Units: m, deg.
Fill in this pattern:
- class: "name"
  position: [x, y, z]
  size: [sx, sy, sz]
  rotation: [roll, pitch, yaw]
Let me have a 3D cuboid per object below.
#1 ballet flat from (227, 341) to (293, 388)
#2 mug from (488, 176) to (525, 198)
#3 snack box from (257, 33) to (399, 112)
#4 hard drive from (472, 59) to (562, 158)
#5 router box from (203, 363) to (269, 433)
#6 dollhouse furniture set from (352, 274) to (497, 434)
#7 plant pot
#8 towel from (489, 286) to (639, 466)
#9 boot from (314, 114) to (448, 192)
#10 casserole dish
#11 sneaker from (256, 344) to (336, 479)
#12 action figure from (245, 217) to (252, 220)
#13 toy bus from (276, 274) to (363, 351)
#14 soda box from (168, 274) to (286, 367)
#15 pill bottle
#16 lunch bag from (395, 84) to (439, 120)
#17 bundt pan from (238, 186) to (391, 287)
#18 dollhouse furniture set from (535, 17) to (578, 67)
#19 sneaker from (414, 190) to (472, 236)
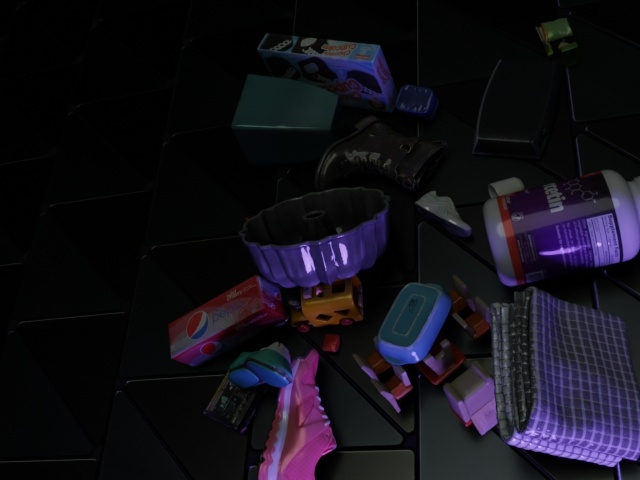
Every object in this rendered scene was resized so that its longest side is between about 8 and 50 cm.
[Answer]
- class: "ballet flat"
  position: [-0.109, 0.241, 1.539]
  size: [0.087, 0.083, 0.247]
  rotation: [-53, 15, -27]
- class: "mug"
  position: [0.405, -0.099, 1.670]
  size: [0.064, 0.078, 0.062]
  rotation: [-24, 22, -4]
- class: "snack box"
  position: [0.021, -0.414, 1.922]
  size: [0.322, 0.187, 0.060]
  rotation: [13, 67, 28]
- class: "hard drive"
  position: [0.447, -0.307, 1.769]
  size: [0.172, 0.054, 0.255]
  rotation: [9, 65, 26]
- class: "router box"
  position: [-0.177, 0.334, 1.645]
  size: [0.092, 0.038, 0.122]
  rotation: [19, 69, 29]
- class: "dollhouse furniture set"
  position: [0.240, 0.242, 1.505]
  size: [0.262, 0.135, 0.259]
  rotation: [-38, 43, -3]
- class: "plant pot"
  position: [-0.066, -0.288, 1.905]
  size: [0.234, 0.166, 0.165]
  rotation: [6, 63, 16]
- class: "towel"
  position: [0.431, 0.230, 1.357]
  size: [0.235, 0.121, 0.284]
  rotation: [14, 58, -14]
- class: "boot"
  position: [0.137, -0.172, 1.790]
  size: [0.229, 0.091, 0.263]
  rotation: [34, 75, 34]
- class: "casserole dish"
  position: [0.176, 0.151, 1.497]
  size: [0.114, 0.037, 0.188]
  rotation: [12, 60, 38]
- class: "sneaker"
  position: [-0.028, 0.365, 1.546]
  size: [0.136, 0.116, 0.314]
  rotation: [12, 64, 5]
- class: "action figure"
  position: [-0.120, -0.042, 1.853]
  size: [0.115, 0.030, 0.038]
  rotation: [-3, 65, 14]
- class: "toy bus"
  position: [-0.007, 0.125, 1.662]
  size: [0.191, 0.104, 0.202]
  rotation: [34, 77, 34]
- class: "soda box"
  position: [-0.206, 0.178, 1.683]
  size: [0.263, 0.083, 0.092]
  rotation: [-30, 52, 22]
- class: "pill bottle"
  position: [0.490, -0.030, 1.510]
  size: [0.323, 0.181, 0.181]
  rotation: [-14, 57, 13]
- class: "lunch bag"
  position: [0.230, -0.328, 1.863]
  size: [0.098, 0.065, 0.067]
  rotation: [18, 84, 28]
- class: "bundt pan"
  position: [0.000, 0.000, 1.655]
  size: [0.331, 0.124, 0.331]
  rotation: [-12, 19, 4]
- class: "dollhouse furniture set"
  position: [0.559, -0.480, 1.825]
  size: [0.076, 0.058, 0.152]
  rotation: [-17, 56, 11]
- class: "sneaker"
  position: [0.276, -0.062, 1.693]
  size: [0.061, 0.054, 0.152]
  rotation: [-45, 55, -11]
